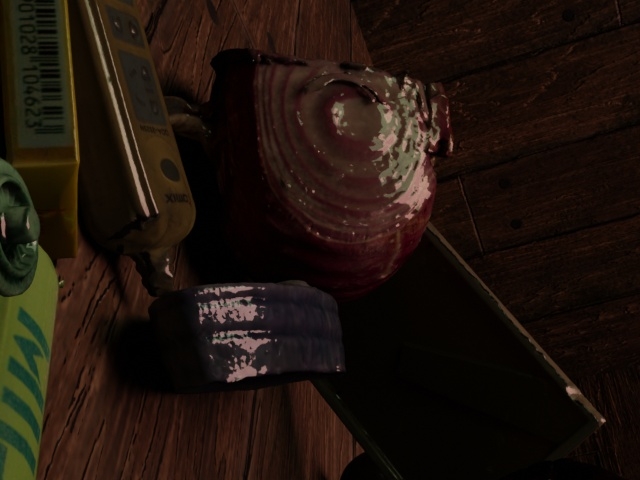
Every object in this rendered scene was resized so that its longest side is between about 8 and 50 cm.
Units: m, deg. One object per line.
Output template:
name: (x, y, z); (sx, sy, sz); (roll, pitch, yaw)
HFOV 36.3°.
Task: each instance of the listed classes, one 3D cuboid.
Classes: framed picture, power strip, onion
framed picture: (0.108, 0.135, 0.981); (0.289, 0.211, 0.020); (50, 20, 21)
power strip: (-0.162, -0.147, 0.708); (0.092, 0.066, 0.387); (-8, 83, -76)
onion: (-0.010, -0.057, 0.932); (0.256, 0.273, 0.230); (-14, 104, -81)

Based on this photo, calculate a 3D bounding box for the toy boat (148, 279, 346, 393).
toy boat: (-0.055, 0.076, 0.764); (0.283, 0.127, 0.078); (32, 50, -76)

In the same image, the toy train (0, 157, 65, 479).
toy train: (-0.156, 0.079, 0.391); (0.157, 0.105, 0.253); (79, 3, -48)

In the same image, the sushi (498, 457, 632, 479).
sushi: (0.145, 0.346, 0.776); (0.281, 0.294, 0.299); (58, -34, 18)

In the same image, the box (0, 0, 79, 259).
box: (-0.165, -0.141, 0.553); (0.153, 0.041, 0.278); (128, -44, -67)

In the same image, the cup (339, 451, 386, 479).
cup: (0.089, 0.340, 1.034); (0.150, 0.199, 0.199); (-56, 132, -50)
